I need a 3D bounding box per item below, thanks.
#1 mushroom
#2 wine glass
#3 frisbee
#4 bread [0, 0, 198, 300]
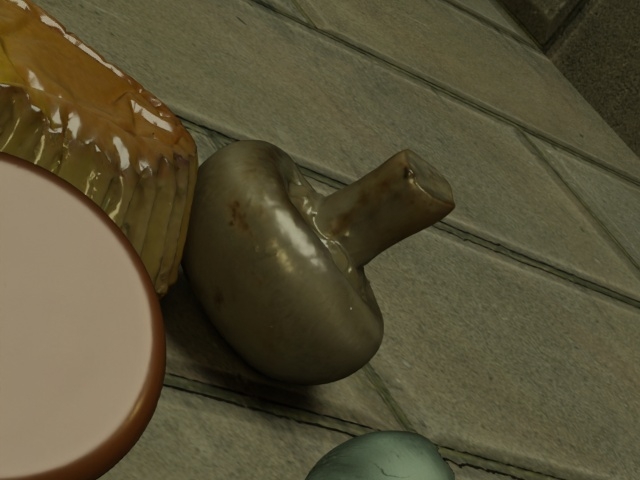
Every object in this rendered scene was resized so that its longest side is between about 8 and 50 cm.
[{"bbox_3d":[0.000,0.000,1.467,0.207,0.215,0.207,54,13,-20],"label":"mushroom"},{"bbox_3d":[-0.057,0.130,1.260,0.264,0.096,0.309,44,19,15],"label":"wine glass"},{"bbox_3d":[-0.208,0.043,1.112,0.250,0.021,0.251,13,54,-19],"label":"frisbee"},{"bbox_3d":[-0.197,-0.063,1.359,0.274,0.149,0.274,38,20,-16],"label":"bread"}]
